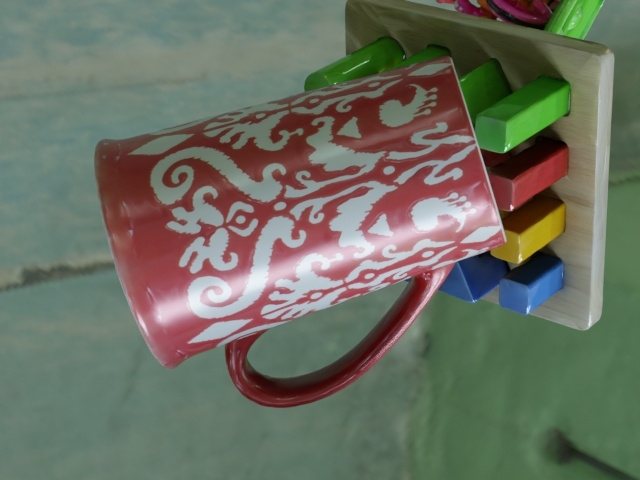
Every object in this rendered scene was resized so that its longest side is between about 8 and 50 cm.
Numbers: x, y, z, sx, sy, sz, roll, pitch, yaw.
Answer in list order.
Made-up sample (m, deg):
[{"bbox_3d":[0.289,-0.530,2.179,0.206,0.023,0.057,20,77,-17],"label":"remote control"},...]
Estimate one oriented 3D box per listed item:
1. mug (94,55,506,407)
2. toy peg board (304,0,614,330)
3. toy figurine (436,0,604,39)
[{"bbox_3d":[-0.002,-0.009,0.885,0.169,0.113,0.150,-18,145,6],"label":"mug"},{"bbox_3d":[0.064,-0.033,1.001,0.079,0.161,0.161,-31,129,-45],"label":"toy peg board"},{"bbox_3d":[0.084,-0.168,1.093,0.173,0.159,0.130,-48,164,-58],"label":"toy figurine"}]
